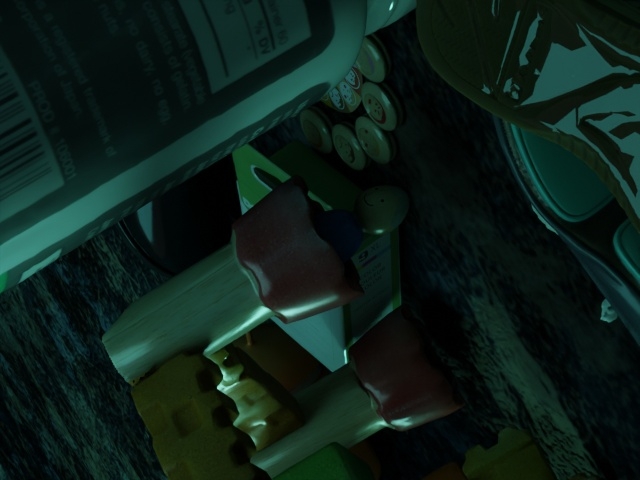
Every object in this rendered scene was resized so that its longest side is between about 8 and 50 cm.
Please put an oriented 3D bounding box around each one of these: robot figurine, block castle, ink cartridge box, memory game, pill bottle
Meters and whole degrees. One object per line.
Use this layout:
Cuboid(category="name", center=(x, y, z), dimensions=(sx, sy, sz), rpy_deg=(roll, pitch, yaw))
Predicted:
Cuboid(category="robot figurine", center=(-0.030, 0.163, 1.427), dimensions=(0.219, 0.128, 0.158), rpy_deg=(62, -164, -11))
Cuboid(category="block castle", center=(0.079, 0.203, 1.028), dimensions=(0.453, 0.213, 0.303), rpy_deg=(62, -173, 32))
Cuboid(category="ink cartridge box", center=(0.000, 0.000, 1.224), dimensions=(0.109, 0.062, 0.209), rpy_deg=(40, 154, 30))
Cuboid(category="memory game", center=(-0.007, -0.128, 1.149), dimensions=(0.186, 0.012, 0.186), rpy_deg=(44, 153, 29))
Cuboid(category="pill bottle", center=(-0.107, -0.128, 0.900), dimensions=(0.204, 0.361, 0.204), rpy_deg=(44, 153, 29))

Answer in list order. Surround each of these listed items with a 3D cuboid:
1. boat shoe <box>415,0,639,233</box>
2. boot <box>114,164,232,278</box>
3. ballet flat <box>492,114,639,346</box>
Cuboid(category="boat shoe", center=(0.174, -0.063, 0.802), dimensions=(0.285, 0.089, 0.104), rpy_deg=(42, 127, 26))
Cuboid(category="boot", center=(-0.114, -0.079, 1.319), dimensions=(0.207, 0.094, 0.246), rpy_deg=(0, 114, 68))
Cuboid(category="ballet flat", center=(0.151, -0.011, 0.916), dimensions=(0.203, 0.074, 0.074), rpy_deg=(53, 157, 5))
